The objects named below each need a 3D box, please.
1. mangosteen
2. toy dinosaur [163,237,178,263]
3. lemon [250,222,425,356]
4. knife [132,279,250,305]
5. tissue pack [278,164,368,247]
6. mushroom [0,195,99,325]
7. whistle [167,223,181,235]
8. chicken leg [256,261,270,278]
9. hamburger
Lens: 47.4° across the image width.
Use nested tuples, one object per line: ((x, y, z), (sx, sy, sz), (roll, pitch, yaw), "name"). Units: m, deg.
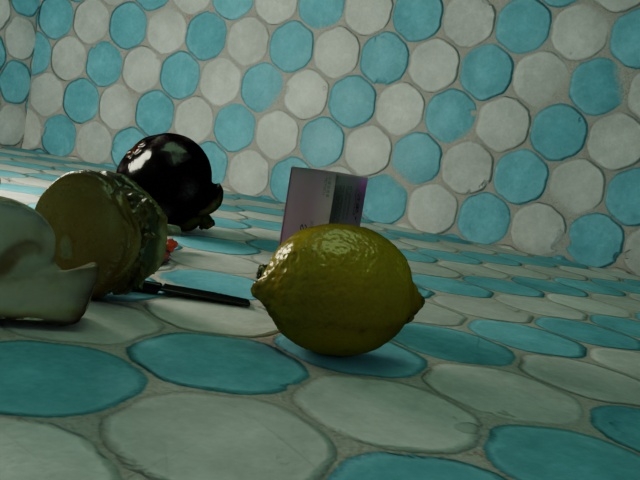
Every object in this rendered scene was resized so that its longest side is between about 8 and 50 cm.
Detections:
((-0.391, -0.134, 1.937), (0.302, 0.275, 0.275), (47, -13, -30), "mangosteen")
((-0.394, 0.016, 1.448), (0.286, 0.070, 0.139), (0, 34, -45), "toy dinosaur")
((0.028, 0.071, 1.034), (0.256, 0.188, 0.188), (5, 8, -18), "lemon")
((-0.240, 0.084, 1.233), (0.245, 0.019, 0.072), (11, 2, -10), "knife")
((0.000, 0.000, 1.287), (0.092, 0.247, 0.148), (12, 6, 25), "tissue pack")
((-0.419, 0.013, 0.956), (0.236, 0.162, 0.173), (8, 9, -26), "mushroom")
((-0.421, -0.035, 1.585), (0.244, 0.092, 0.110), (4, 5, -32), "whistle")
((-0.077, 0.045, 1.525), (0.093, 0.070, 0.178), (-36, -7, 31), "chicken leg")
((-0.347, -0.015, 1.135), (0.215, 0.190, 0.122), (16, 11, 21), "hamburger")
